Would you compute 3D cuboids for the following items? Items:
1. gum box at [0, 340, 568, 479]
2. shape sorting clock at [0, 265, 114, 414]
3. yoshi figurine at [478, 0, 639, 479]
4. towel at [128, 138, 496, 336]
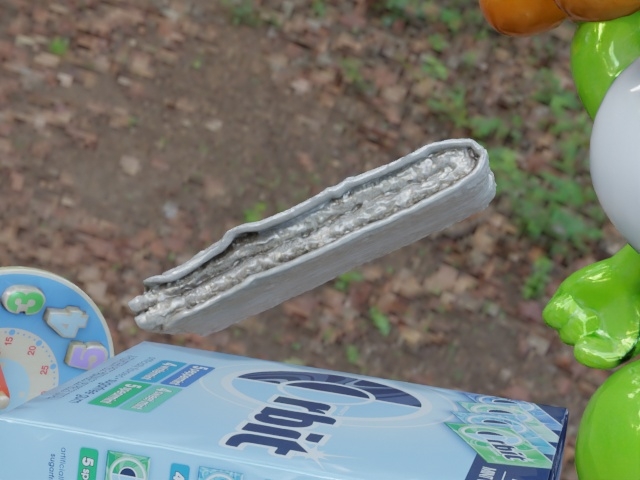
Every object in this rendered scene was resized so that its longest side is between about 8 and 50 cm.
[{"bbox_3d":[-0.006,0.082,0.585,0.184,0.041,0.157,7,7,11],"label":"gum box"},{"bbox_3d":[-0.252,0.117,1.214,0.206,0.206,0.040,2,21,-33],"label":"shape sorting clock"},{"bbox_3d":[0.178,0.018,0.812,0.203,0.203,0.362,-35,104,-51],"label":"yoshi figurine"},{"bbox_3d":[0.000,0.000,1.196,0.187,0.282,0.049,25,41,-81],"label":"towel"}]
